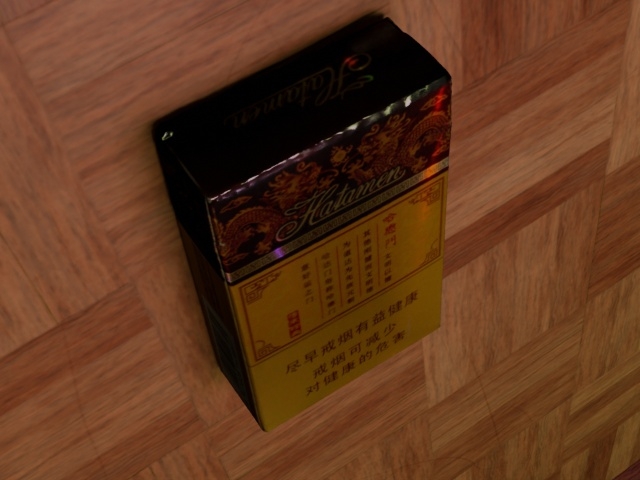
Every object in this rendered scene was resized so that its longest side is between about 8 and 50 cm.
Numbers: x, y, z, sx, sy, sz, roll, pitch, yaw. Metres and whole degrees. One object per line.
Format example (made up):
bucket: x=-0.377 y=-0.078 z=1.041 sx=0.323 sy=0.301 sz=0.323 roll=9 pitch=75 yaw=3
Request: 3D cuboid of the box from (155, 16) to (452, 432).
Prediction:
box: x=0.000 y=0.000 z=1.024 sx=0.264 sy=0.116 sz=0.415 roll=-28 pitch=144 yaw=-16
